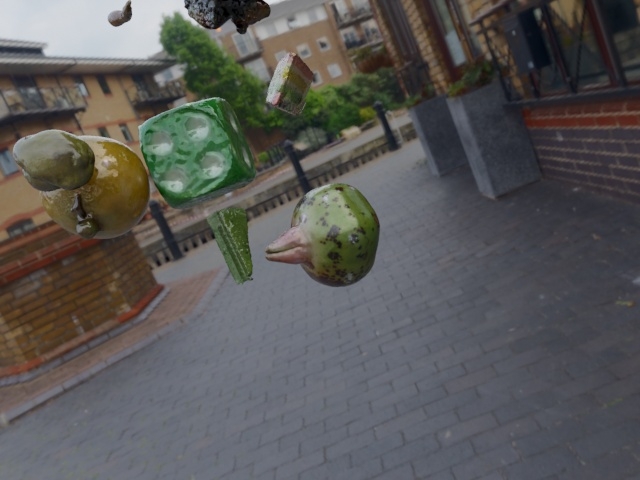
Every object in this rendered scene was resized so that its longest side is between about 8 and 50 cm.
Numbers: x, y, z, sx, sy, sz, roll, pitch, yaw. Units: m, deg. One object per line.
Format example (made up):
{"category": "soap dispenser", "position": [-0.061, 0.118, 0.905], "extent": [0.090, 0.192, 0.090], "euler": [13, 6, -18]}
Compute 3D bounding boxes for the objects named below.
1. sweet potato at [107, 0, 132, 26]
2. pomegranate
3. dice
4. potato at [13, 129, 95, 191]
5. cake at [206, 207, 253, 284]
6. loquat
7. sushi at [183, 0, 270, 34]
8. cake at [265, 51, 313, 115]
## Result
{"category": "sweet potato", "position": [-0.614, -0.699, 1.846], "extent": [0.050, 0.050, 0.214], "euler": [-29, 22, -29]}
{"category": "pomegranate", "position": [0.000, 0.000, 1.210], "extent": [0.247, 0.214, 0.214], "euler": [-18, 7, -27]}
{"category": "dice", "position": [-0.392, -0.278, 1.923], "extent": [0.297, 0.300, 0.287], "euler": [-19, 6, 3]}
{"category": "potato", "position": [-0.697, -0.209, 1.564], "extent": [0.200, 0.137, 0.155], "euler": [-2, -29, 8]}
{"category": "cake", "position": [-0.275, 0.017, 1.806], "extent": [0.099, 0.236, 0.100], "euler": [3, -21, -37]}
{"category": "loquat", "position": [-0.676, -0.142, 1.798], "extent": [0.328, 0.328, 0.360], "euler": [-21, 45, 11]}
{"category": "sushi", "position": [-0.218, -0.581, 1.352], "extent": [0.227, 0.213, 0.215], "euler": [24, 36, 31]}
{"category": "cake", "position": [-0.082, -0.342, 1.287], "extent": [0.225, 0.090, 0.110], "euler": [-39, -27, -80]}
